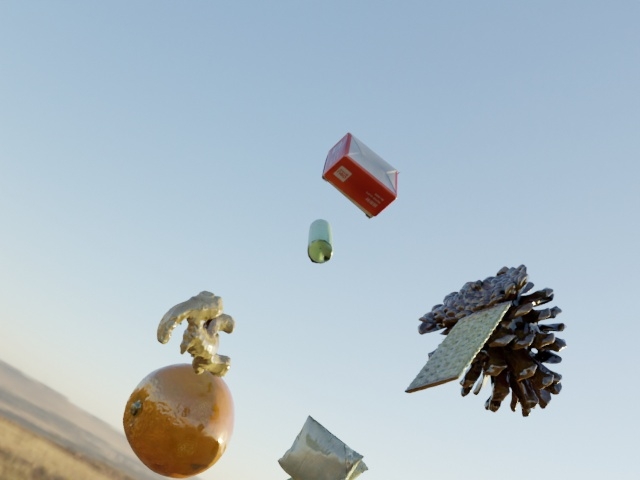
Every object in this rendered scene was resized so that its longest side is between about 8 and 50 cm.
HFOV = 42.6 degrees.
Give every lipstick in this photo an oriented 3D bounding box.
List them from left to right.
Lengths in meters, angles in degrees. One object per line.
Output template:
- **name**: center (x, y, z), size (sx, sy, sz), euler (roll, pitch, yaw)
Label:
- **lipstick**: center (0.000, 0.000, 2.380), size (0.076, 0.076, 0.304), euler (31, 11, -5)

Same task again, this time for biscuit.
- **biscuit**: center (0.253, 0.195, 1.502), size (0.139, 0.231, 0.016), euler (-29, -80, 46)

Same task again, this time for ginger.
- **ginger**: center (-0.231, 0.200, 1.698), size (0.065, 0.149, 0.258), euler (36, -14, 39)

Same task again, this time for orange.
- **orange**: center (-0.377, 0.481, 2.206), size (0.312, 0.312, 0.312), euler (26, -19, 10)

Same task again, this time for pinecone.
- **pinecone**: center (0.449, 0.267, 2.049), size (0.384, 0.384, 0.384), euler (26, -19, 10)

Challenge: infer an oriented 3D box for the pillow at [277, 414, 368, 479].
- **pillow**: center (-0.001, 0.470, 1.754), size (0.181, 0.134, 0.078), euler (32, -10, 40)

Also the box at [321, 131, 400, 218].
- **box**: center (0.102, -0.161, 2.048), size (0.182, 0.133, 0.099), euler (37, -57, -19)

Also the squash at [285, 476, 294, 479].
- **squash**: center (-0.053, 0.718, 2.191), size (0.170, 0.170, 0.123), euler (41, 18, -30)
